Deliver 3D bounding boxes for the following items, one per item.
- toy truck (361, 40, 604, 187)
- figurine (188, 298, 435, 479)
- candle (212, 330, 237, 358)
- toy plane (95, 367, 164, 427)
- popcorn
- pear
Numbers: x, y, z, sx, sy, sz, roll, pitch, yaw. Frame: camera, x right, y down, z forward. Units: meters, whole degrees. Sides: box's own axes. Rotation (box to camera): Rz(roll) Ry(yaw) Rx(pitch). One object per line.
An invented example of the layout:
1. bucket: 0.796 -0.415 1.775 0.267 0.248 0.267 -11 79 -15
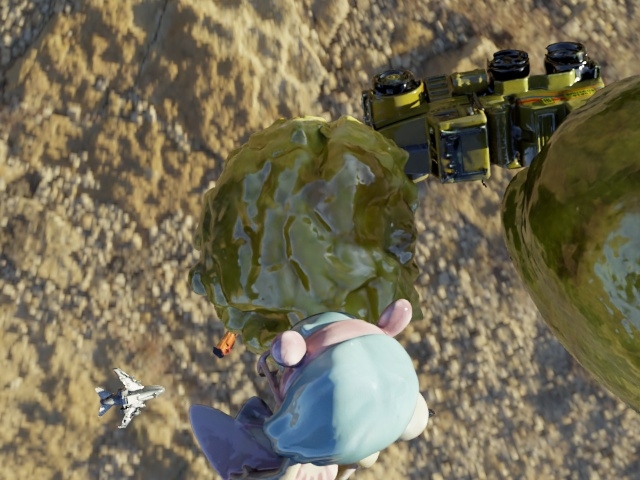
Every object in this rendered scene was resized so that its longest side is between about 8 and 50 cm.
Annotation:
1. toy truck: 0.175 -0.120 1.291 0.257 0.127 0.127 -6 121 4
2. figurine: 0.015 0.155 0.869 0.205 0.103 0.260 -6 132 -28
3. candle: -0.143 0.150 1.964 0.026 0.167 0.021 17 110 4
4. toy plane: -0.231 0.190 1.477 0.083 0.031 0.079 -7 108 -12
5. popcorn: 0.001 0.004 1.156 0.249 0.249 0.225 -47 144 19
6. pear: 0.363 0.012 1.049 0.413 0.352 0.352 32 118 19
